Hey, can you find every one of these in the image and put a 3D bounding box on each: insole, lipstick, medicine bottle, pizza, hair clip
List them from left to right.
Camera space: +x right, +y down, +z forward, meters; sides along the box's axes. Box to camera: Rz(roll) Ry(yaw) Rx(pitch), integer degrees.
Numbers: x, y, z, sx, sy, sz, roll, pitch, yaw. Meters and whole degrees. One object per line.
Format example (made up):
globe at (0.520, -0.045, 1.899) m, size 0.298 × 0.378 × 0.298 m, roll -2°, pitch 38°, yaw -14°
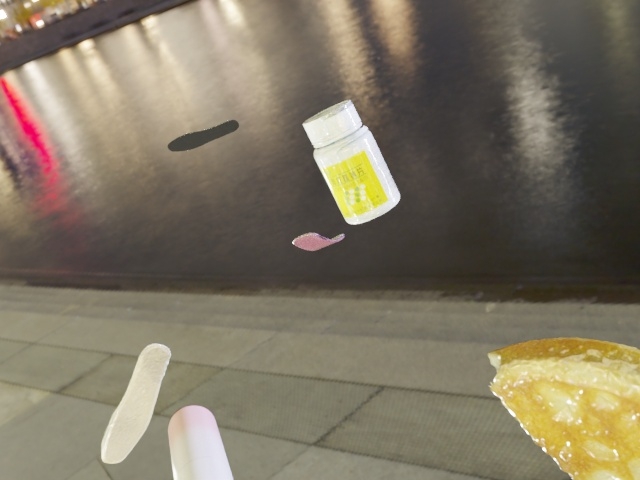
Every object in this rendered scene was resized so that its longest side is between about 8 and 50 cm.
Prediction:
insole at (-0.343, 0.307, 1.324) m, size 0.011 × 0.081 × 0.247 m, roll 29°, pitch 98°, yaw 50°
lipstick at (-0.187, 0.361, 1.109) m, size 0.087 × 0.087 × 0.327 m, roll -27°, pitch 15°, yaw -9°
insole at (-0.239, -0.214, 1.446) m, size 0.153 × 0.053 × 0.002 m, roll -22°, pitch 61°, yaw -6°
hair clip at (0.000, 0.001, 1.333) m, size 0.054 × 0.022 × 0.137 m, roll -21°, pitch -12°, yaw 26°
medicine bottle at (0.069, -0.178, 1.608) m, size 0.143 × 0.258 × 0.143 m, roll -25°, pitch 13°, yaw 6°
pizza at (0.365, 0.193, 0.836) m, size 0.087 × 0.258 × 0.268 m, roll -47°, pitch 4°, yaw -39°
